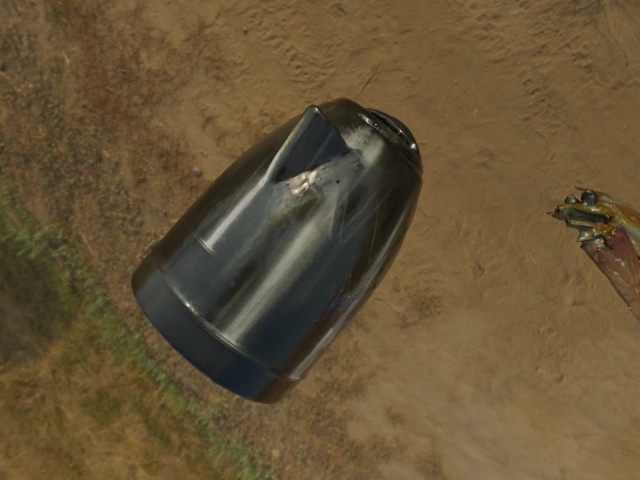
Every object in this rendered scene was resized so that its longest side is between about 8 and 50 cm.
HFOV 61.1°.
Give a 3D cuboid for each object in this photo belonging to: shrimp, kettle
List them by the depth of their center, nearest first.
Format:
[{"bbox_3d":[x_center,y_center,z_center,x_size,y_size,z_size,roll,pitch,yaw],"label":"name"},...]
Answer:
[{"bbox_3d":[0.308,0.020,0.535,0.217,0.115,0.051,31,145,-22],"label":"shrimp"},{"bbox_3d":[0.000,0.000,0.648,0.324,0.321,0.228,-49,55,5],"label":"kettle"}]
